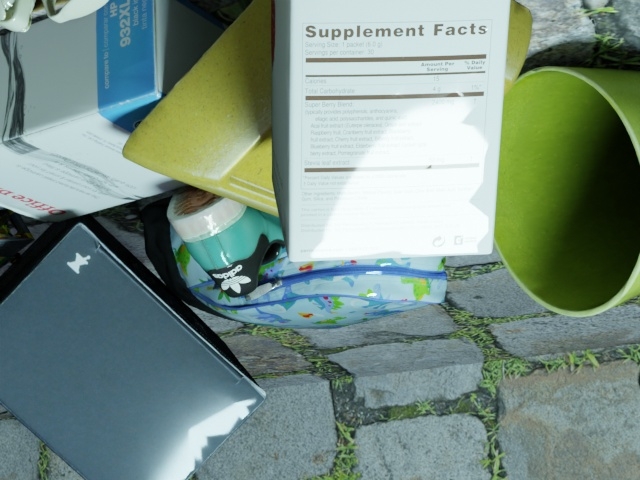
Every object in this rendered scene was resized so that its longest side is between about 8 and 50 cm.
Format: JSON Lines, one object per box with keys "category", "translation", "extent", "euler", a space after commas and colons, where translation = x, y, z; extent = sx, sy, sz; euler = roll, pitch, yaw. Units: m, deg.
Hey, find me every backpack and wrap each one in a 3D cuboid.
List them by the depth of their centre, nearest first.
{"category": "backpack", "translation": [0.000, 0.000, 1.915], "extent": [0.355, 0.273, 0.290], "euler": [-31, 152, 32]}

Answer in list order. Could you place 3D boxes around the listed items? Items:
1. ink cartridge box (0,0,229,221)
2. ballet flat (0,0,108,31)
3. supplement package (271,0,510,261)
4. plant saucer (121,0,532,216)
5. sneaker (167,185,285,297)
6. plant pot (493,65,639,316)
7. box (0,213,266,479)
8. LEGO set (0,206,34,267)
{"category": "ink cartridge box", "translation": [-0.228, -0.132, 1.594], "extent": [0.307, 0.129, 0.223], "euler": [-14, 160, 28]}
{"category": "ballet flat", "translation": [-0.258, -0.227, 1.385], "extent": [0.232, 0.073, 0.080], "euler": [-13, 160, 26]}
{"category": "supplement package", "translation": [0.050, -0.152, 1.272], "extent": [0.175, 0.293, 0.177], "euler": [-2, -155, -6]}
{"category": "plant saucer", "translation": [0.031, -0.130, 1.496], "extent": [0.333, 0.081, 0.333], "euler": [-45, 146, 20]}
{"category": "sneaker", "translation": [-0.094, -0.033, 1.721], "extent": [0.108, 0.121, 0.302], "euler": [-19, -161, 16]}
{"category": "plant pot", "translation": [0.379, -0.075, 1.746], "extent": [0.294, 0.274, 0.275], "euler": [-11, 168, -32]}
{"category": "box", "translation": [-0.262, 0.134, 1.873], "extent": [0.293, 0.212, 0.395], "euler": [44, 176, -10]}
{"category": "LEGO set", "translation": [-0.482, -0.032, 1.695], "extent": [0.255, 0.192, 0.331], "euler": [-36, 170, 23]}
